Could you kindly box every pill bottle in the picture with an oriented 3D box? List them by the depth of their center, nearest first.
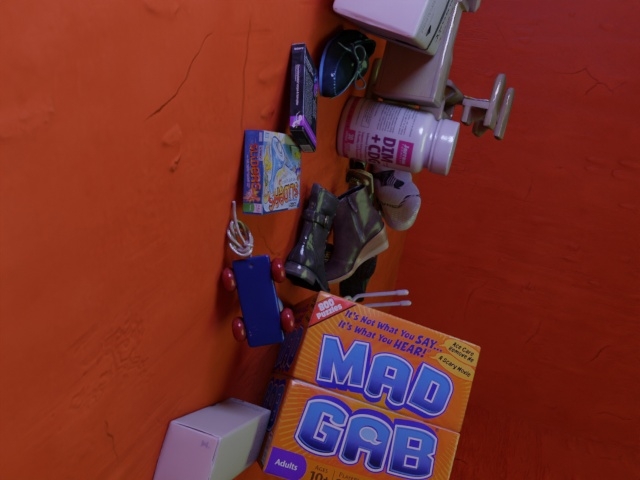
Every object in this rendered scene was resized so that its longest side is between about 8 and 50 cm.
[{"bbox_3d":[0.197,-0.261,1.520,0.160,0.283,0.160,15,90,-76],"label":"pill bottle"}]

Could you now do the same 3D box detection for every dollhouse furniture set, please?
[{"bbox_3d":[0.309,-0.456,1.606,0.394,0.362,0.257,6,99,-64],"label":"dollhouse furniture set"}]

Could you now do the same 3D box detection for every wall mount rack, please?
[{"bbox_3d":[0.147,0.250,2.004,0.304,0.130,0.350,-43,162,-3],"label":"wall mount rack"}]

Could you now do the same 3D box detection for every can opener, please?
[{"bbox_3d":[0.131,-0.159,1.809,0.283,0.076,0.095,73,35,-67],"label":"can opener"}]

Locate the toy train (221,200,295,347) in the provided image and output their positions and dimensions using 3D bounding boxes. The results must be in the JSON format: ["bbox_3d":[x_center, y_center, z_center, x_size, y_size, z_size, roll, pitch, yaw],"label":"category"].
[{"bbox_3d":[-0.113,0.048,1.054,0.143,0.105,0.248,-97,177,-84],"label":"toy train"}]

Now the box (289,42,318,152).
[{"bbox_3d":[-0.029,-0.254,1.084,0.116,0.029,0.162,46,46,-75],"label":"box"}]

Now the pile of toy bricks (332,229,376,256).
[{"bbox_3d":[0.089,-0.025,1.779,0.212,0.118,0.105,59,17,-50],"label":"pile of toy bricks"}]

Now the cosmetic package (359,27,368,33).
[{"bbox_3d":[0.131,-0.550,1.464,0.115,0.041,0.060,-59,159,-49],"label":"cosmetic package"}]

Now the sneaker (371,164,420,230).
[{"bbox_3d":[0.234,-0.116,1.980,0.366,0.137,0.210,-95,-173,-47],"label":"sneaker"}]

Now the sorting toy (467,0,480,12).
[{"bbox_3d":[0.271,-0.692,1.462,0.089,0.255,0.257,-50,156,-26],"label":"sorting toy"}]

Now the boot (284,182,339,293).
[{"bbox_3d":[0.000,0.000,1.422,0.263,0.091,0.229,52,55,-71],"label":"boot"}]

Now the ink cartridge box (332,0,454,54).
[{"bbox_3d":[0.189,-0.543,1.193,0.395,0.166,0.286,-38,150,-70],"label":"ink cartridge box"}]

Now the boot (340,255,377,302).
[{"bbox_3d":[0.140,0.038,2.027,0.338,0.118,0.223,104,5,-57],"label":"boot"}]

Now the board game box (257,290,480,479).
[{"bbox_3d":[0.076,0.351,1.324,0.356,0.356,0.356,137,-28,-74],"label":"board game box"}]

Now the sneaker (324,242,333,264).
[{"bbox_3d":[0.024,0.044,1.688,0.083,0.031,0.035,91,20,-44],"label":"sneaker"}]

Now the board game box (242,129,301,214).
[{"bbox_3d":[-0.080,-0.119,1.048,0.201,0.035,0.136,-25,119,-73],"label":"board game box"}]

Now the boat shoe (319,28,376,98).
[{"bbox_3d":[0.060,-0.374,1.229,0.109,0.089,0.258,92,14,-46],"label":"boat shoe"}]

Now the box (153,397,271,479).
[{"bbox_3d":[-0.182,0.362,1.071,0.275,0.094,0.113,34,72,-75],"label":"box"}]

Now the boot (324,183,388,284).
[{"bbox_3d":[0.054,-0.014,1.620,0.207,0.248,0.090,63,-10,-27],"label":"boot"}]
